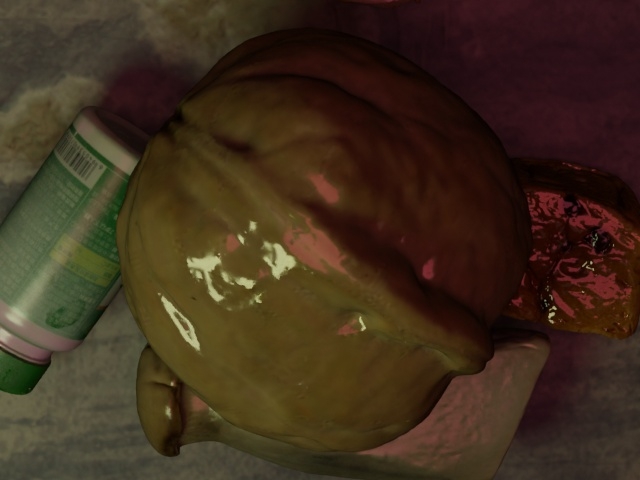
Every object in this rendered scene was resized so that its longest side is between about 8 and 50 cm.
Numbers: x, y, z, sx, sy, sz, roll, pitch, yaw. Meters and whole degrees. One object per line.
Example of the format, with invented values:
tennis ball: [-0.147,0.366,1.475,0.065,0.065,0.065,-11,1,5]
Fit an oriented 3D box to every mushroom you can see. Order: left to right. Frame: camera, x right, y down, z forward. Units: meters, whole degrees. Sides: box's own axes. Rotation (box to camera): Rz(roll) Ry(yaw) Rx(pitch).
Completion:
mushroom: [0.022,0.163,1.842,0.408,0.137,0.154,0,114,0]

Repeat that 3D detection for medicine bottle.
medicine bottle: [-0.250,0.014,1.795,0.133,0.133,0.274,36,99,-10]

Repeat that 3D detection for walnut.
walnut: [0.000,0.000,1.647,0.381,0.381,0.381,-1,103,-3]

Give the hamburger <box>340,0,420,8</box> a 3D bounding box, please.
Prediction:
hamburger: [0.044,-0.344,1.680,0.291,0.225,0.290,0,96,0]

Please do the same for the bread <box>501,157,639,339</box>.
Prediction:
bread: [0.235,0.005,1.807,0.149,0.158,0.143,8,107,-6]
